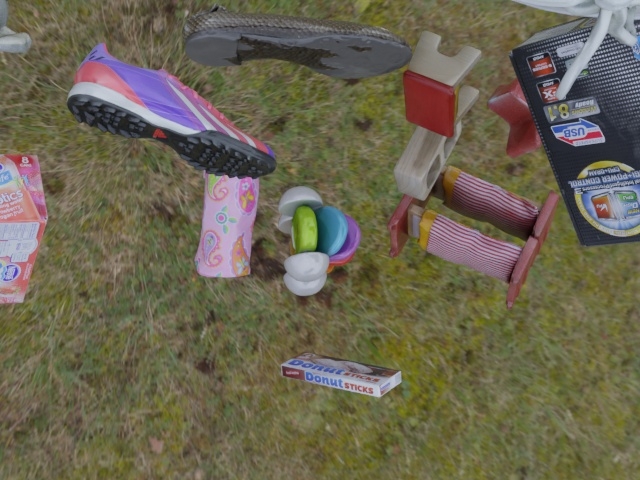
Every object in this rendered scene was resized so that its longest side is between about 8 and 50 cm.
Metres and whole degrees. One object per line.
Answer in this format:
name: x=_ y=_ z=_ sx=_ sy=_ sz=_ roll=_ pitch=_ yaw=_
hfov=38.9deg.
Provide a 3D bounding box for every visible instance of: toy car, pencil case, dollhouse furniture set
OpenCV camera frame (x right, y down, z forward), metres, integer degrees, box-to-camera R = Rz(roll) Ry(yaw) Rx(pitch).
toy car: x=0.000 y=0.000 z=1.539 sx=0.136 sy=0.182 sz=0.159 roll=-5 pitch=69 yaw=-5
pencil case: x=-0.191 y=-0.065 z=1.861 sx=0.124 sy=0.124 sz=0.284 roll=4 pitch=101 yaw=-12
dollhouse furniture set: x=0.198 y=-0.074 z=1.179 sx=0.201 sy=0.374 sz=0.152 roll=23 pitch=71 yaw=18

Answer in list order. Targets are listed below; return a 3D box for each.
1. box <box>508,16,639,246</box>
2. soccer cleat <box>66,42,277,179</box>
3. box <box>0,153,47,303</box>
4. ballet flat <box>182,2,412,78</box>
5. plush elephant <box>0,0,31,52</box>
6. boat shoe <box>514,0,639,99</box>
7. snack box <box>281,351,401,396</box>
box: x=0.326 y=-0.110 z=0.803 sx=0.060 sy=0.270 sz=0.216 roll=-37 pitch=110 yaw=-39
soccer cleat: x=-0.203 y=-0.187 z=1.331 sx=0.318 sy=0.108 sz=0.116 roll=20 pitch=65 yaw=-17
box: x=-0.588 y=-0.013 z=1.601 sx=0.154 sy=0.300 sz=0.142 roll=-1 pitch=60 yaw=-27
ballet flat: x=-0.024 y=-0.220 z=0.981 sx=0.250 sy=0.084 sz=0.058 roll=1 pitch=63 yaw=-8
plush elephant: x=-0.553 y=-0.417 z=1.390 sx=0.272 sy=0.255 sz=0.330 roll=31 pitch=89 yaw=26
boat shoe: x=0.107 y=-0.149 z=0.415 sx=0.367 sy=0.156 sz=0.136 roll=9 pitch=135 yaw=-22
snack box: x=0.030 y=0.201 z=1.371 sx=0.064 sy=0.178 sz=0.022 roll=-23 pitch=114 yaw=-52
